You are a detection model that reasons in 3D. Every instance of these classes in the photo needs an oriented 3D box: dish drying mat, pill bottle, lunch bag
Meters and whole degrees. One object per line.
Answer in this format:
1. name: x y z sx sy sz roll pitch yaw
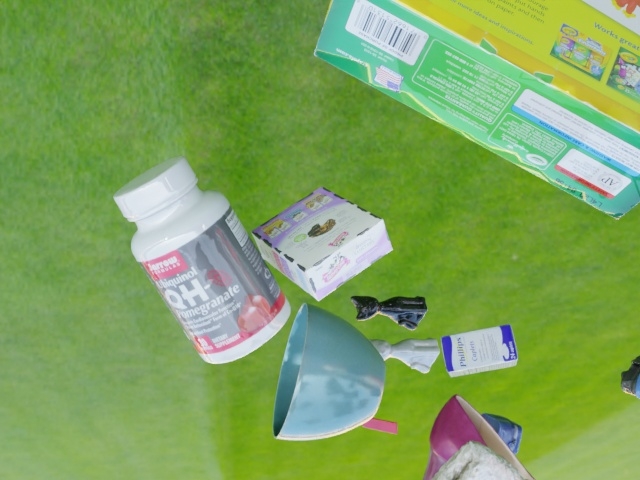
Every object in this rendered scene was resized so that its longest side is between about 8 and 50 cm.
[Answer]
1. dish drying mat: 0.133 0.413 1.843 0.083 0.008 0.032 7 121 22
2. pill bottle: -0.197 0.028 1.345 0.176 0.176 0.319 -21 110 27
3. lunch bag: 0.381 0.407 1.727 0.065 0.067 0.098 12 -177 -19

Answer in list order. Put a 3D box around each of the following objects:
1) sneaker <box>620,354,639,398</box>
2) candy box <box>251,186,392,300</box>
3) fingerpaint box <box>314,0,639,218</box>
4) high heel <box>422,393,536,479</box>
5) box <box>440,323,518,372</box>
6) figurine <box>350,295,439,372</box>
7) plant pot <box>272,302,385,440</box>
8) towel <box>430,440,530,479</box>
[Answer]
1. sneaker: 0.494 0.186 1.177 0.152 0.058 0.084 -23 -157 -29
2. candy box: 0.000 0.000 1.429 0.165 0.196 0.070 -33 125 -18
3. fingerpaint box: 0.273 -0.299 1.059 0.444 0.371 0.163 28 151 0
4. high heel: 0.360 0.405 1.383 0.377 0.181 0.127 18 -170 12
5. box: 0.310 0.217 1.606 0.137 0.072 0.126 -12 164 8
6. figurine: 0.189 0.240 2.168 0.209 0.215 0.092 7 141 -26
7. plant pot: 0.027 0.295 1.755 0.195 0.290 0.290 13 152 -8
8. towel: 0.103 0.327 0.780 0.282 0.049 0.187 -50 132 -1
